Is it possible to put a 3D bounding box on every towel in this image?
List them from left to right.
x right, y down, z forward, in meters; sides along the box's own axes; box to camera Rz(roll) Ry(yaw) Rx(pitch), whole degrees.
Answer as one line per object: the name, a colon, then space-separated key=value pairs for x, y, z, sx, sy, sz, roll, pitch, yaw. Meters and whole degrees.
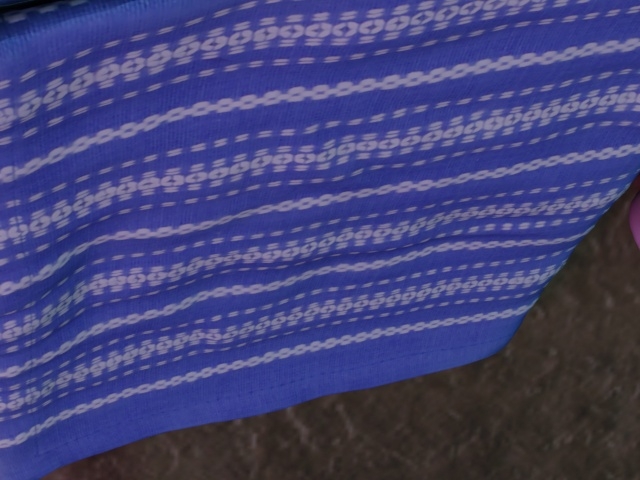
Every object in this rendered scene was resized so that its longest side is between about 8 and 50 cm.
towel: x=0.000 y=0.000 z=0.472 sx=0.243 sy=0.040 sz=0.336 roll=-11 pitch=159 yaw=-15

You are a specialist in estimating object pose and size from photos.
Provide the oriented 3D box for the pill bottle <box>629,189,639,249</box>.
pill bottle: x=0.265 y=-0.054 z=0.558 sx=0.152 sy=0.152 sz=0.272 roll=31 pitch=113 yaw=-27
